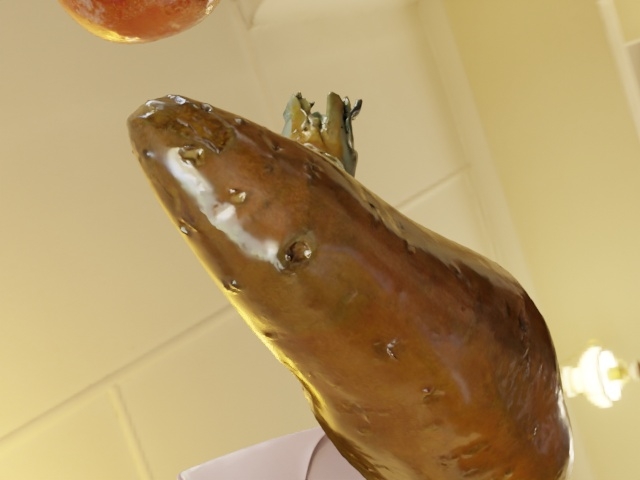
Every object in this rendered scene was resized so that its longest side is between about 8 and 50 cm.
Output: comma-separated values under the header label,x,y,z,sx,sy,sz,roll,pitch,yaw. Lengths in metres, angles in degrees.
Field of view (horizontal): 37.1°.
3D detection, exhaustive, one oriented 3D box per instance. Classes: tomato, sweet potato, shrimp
label,x,y,z,sx,sy,sz,roll,pitch,yaw
tomato,-0.198,-0.326,1.073,0.188,0.232,0.232,36,-132,-56
sweet potato,0.049,0.058,0.431,0.359,0.112,0.112,59,-146,-42
shrimp,-0.005,0.020,0.839,0.287,0.068,0.185,84,-166,-61

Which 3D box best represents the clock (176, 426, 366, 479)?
label,x,y,z,sx,sy,sz,roll,pitch,yaw
clock,0.008,0.242,0.703,0.290,0.275,0.080,-5,-137,-34
